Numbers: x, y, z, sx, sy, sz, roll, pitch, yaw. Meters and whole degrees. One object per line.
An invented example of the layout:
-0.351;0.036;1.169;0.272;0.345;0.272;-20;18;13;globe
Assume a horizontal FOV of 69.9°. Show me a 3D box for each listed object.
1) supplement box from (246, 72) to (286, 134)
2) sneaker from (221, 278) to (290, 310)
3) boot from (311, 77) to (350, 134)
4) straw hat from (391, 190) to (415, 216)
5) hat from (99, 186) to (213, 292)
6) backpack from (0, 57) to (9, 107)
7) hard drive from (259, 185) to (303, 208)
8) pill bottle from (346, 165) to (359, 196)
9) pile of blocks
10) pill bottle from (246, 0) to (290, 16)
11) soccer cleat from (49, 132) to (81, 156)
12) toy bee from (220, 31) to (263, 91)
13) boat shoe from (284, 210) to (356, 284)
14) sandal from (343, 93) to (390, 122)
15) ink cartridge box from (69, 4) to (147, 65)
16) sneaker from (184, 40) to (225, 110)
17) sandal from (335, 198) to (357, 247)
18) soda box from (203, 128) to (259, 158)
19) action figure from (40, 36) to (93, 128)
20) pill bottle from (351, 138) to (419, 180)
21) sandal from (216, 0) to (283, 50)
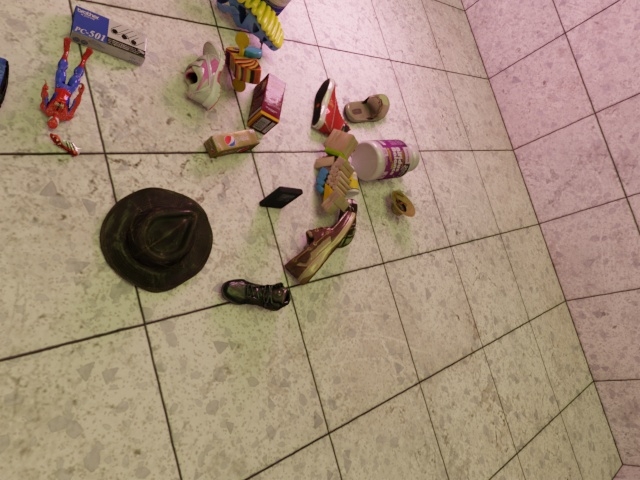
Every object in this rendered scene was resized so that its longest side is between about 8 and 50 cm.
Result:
-0.197;-0.498;1.673;0.080;0.104;0.188;23;61;-32;supplement box
-0.189;0.162;1.429;0.227;0.130;0.087;21;60;-30;sneaker
0.062;-0.543;1.917;0.176;0.088;0.244;21;70;-33;boot
0.347;-0.146;2.020;0.144;0.061;0.145;24;44;-25;straw hat
-0.433;-0.024;1.293;0.331;0.134;0.331;15;65;-34;hat
-0.829;-0.386;1.125;0.101;0.098;0.120;7;83;-32;backpack
-0.137;-0.146;1.575;0.094;0.135;0.022;3;69;-39;hard drive
0.120;-0.243;1.867;0.065;0.065;0.116;6;70;-38;pill bottle
0.062;-0.257;1.803;0.112;0.148;0.362;38;59;-53;pile of blocks
-0.175;-0.969;1.752;0.153;0.264;0.153;15;65;-35;pill bottle
-0.690;-0.263;1.239;0.083;0.029;0.036;41;44;-25;soccer cleat
-0.290;-0.632;1.633;0.162;0.298;0.195;4;107;-10;toy bee
0.000;0.000;1.640;0.123;0.123;0.342;38;67;4;boat shoe
0.228;-0.599;2.068;0.302;0.086;0.120;-31;95;-42;sandal
-0.640;-0.619;1.393;0.207;0.046;0.097;11;66;-36;ink cartridge box
-0.394;-0.572;1.540;0.111;0.103;0.252;15;65;-37;sneaker
0.093;-0.062;1.783;0.090;0.060;0.219;12;63;-2;sandal
-0.300;-0.331;1.557;0.181;0.061;0.058;-23;90;-42;soda box
-0.685;-0.437;1.237;0.091;0.139;0.281;18;66;-32;action figure
0.290;-0.350;1.975;0.301;0.169;0.169;-13;83;-41;pill bottle
-0.268;-0.847;1.724;0.317;0.138;0.126;46;43;-26;sandal
